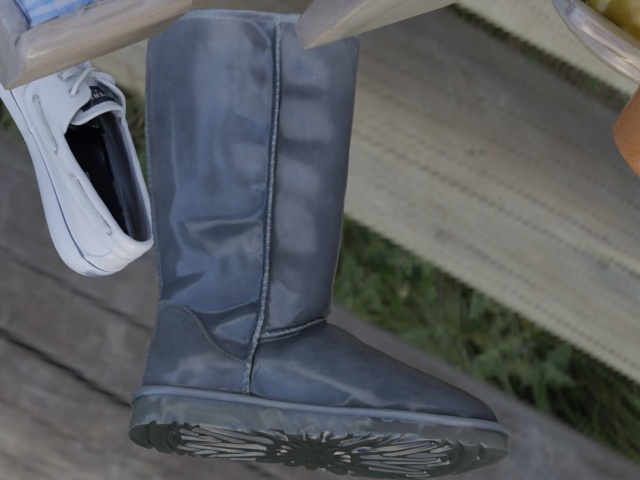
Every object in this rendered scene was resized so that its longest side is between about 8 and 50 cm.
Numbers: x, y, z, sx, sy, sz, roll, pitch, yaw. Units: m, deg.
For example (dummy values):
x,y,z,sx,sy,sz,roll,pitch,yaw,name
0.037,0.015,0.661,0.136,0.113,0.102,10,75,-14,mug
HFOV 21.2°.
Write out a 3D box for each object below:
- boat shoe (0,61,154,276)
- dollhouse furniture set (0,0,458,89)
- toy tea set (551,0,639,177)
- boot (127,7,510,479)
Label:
x,y,z,sx,sy,sz,roll,pitch,yaw,name
-0.206,-0.105,1.433,0.088,0.096,0.267,-23,80,43,boat shoe
-0.120,-0.158,0.303,0.303,0.198,0.286,-21,85,-20,dollhouse furniture set
0.229,-0.051,0.764,0.200,0.336,0.124,28,120,-24,toy tea set
0.002,-0.001,0.797,0.190,0.208,0.076,10,155,-10,boot
